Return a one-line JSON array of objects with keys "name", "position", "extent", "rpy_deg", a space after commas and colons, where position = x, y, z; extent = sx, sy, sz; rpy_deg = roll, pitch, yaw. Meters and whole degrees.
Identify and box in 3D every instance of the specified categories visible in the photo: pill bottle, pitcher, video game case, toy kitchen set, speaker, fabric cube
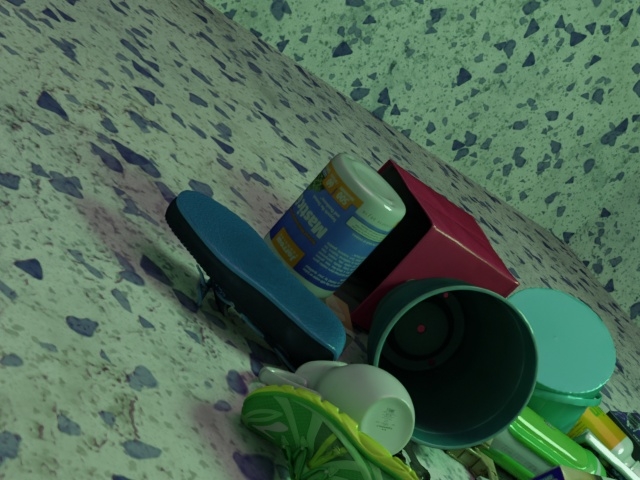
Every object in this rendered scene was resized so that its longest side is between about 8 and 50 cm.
[{"name": "pill bottle", "position": [0.553, 0.418, 1.964], "extent": [0.245, 0.136, 0.136], "rpy_deg": [48, 19, 20]}, {"name": "pitcher", "position": [0.021, 0.222, 1.318], "extent": [0.178, 0.125, 0.207], "rpy_deg": [14, 2, -27]}, {"name": "video game case", "position": [0.535, 0.456, 1.829], "extent": [0.190, 0.173, 0.022], "rpy_deg": [42, 59, 2]}, {"name": "pill bottle", "position": [0.000, 0.000, 1.581], "extent": [0.152, 0.272, 0.152], "rpy_deg": [37, 18, -14]}, {"name": "toy kitchen set", "position": [0.267, 0.368, 1.601], "extent": [0.083, 0.068, 0.075], "rpy_deg": [36, 18, -15]}, {"name": "speaker", "position": [0.373, 0.372, 1.722], "extent": [0.296, 0.131, 0.131], "rpy_deg": [37, 18, -15]}, {"name": "fabric cube", "position": [0.181, 0.048, 1.880], "extent": [0.258, 0.254, 0.259], "rpy_deg": [32, 19, -33]}]

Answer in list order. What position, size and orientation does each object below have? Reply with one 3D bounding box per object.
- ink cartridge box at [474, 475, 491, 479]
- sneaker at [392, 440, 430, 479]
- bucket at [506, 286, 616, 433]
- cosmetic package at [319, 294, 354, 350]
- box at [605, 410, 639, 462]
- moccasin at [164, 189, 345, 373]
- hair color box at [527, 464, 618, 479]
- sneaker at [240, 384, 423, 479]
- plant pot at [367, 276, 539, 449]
[{"name": "ink cartridge box", "position": [0.390, 0.506, 1.538], "extent": [0.371, 0.069, 0.175], "rpy_deg": [26, 23, -34]}, {"name": "sneaker", "position": [0.108, 0.321, 1.382], "extent": [0.106, 0.078, 0.234], "rpy_deg": [54, 6, -14]}, {"name": "bucket", "position": [0.423, 0.239, 1.853], "extent": [0.281, 0.183, 0.281], "rpy_deg": [9, 50, -10]}, {"name": "cosmetic package", "position": [0.021, 0.141, 1.672], "extent": [0.060, 0.041, 0.115], "rpy_deg": [34, 19, -21]}, {"name": "box", "position": [0.707, 0.482, 2.180], "extent": [0.207, 0.108, 0.153], "rpy_deg": [16, 31, -54]}, {"name": "moccasin", "position": [-0.118, 0.077, 1.430], "extent": [0.342, 0.117, 0.138], "rpy_deg": [47, 30, 3]}, {"name": "hair color box", "position": [0.404, 0.506, 1.356], "extent": [0.185, 0.110, 0.338], "rpy_deg": [23, 40, -40]}, {"name": "sneaker", "position": [0.005, 0.282, 1.174], "extent": [0.296, 0.123, 0.109], "rpy_deg": [31, -32, 27]}, {"name": "plant pot", "position": [0.197, 0.179, 1.627], "extent": [0.272, 0.271, 0.255], "rpy_deg": [37, 4, -14]}]
